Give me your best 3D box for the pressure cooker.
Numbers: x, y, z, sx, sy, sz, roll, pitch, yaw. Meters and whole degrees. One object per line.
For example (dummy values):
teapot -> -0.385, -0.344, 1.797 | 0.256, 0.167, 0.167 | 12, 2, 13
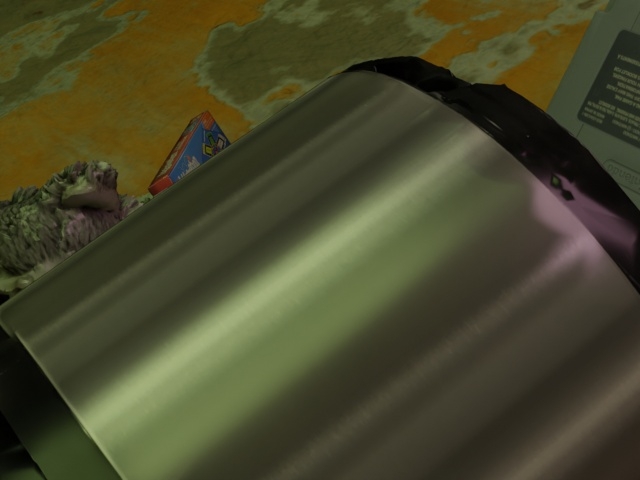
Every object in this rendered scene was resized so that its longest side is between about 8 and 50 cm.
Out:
pressure cooker -> -0.022, 0.145, 0.664 | 0.420, 0.370, 0.375 | -36, 44, -16

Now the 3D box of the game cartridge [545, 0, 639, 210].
game cartridge -> 0.330, -0.110, 1.085 | 0.297, 0.062, 0.198 | 41, 113, 54

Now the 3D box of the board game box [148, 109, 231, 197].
board game box -> -0.105, -0.041, 1.212 | 0.027, 0.145, 0.281 | -30, 15, 12

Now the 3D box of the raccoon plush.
raccoon plush -> -0.239, -0.004, 1.171 | 0.216, 0.299, 0.446 | -27, 33, -4
